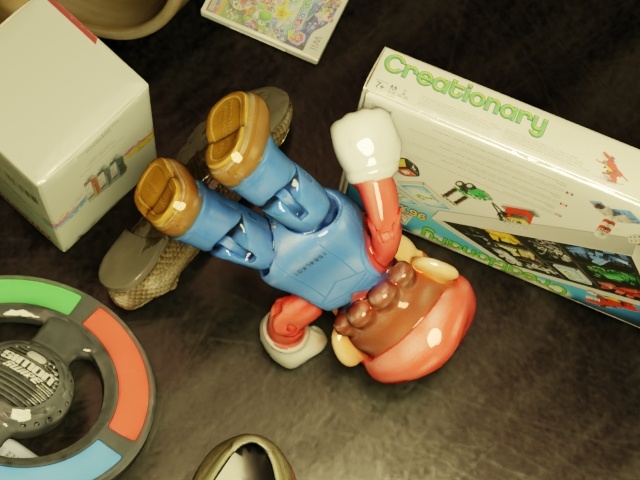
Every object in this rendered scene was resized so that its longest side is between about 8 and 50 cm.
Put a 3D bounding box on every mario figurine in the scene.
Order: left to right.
[{"bbox_3d":[0.000,0.000,1.211,0.320,0.198,0.170,37,60,-34],"label":"mario figurine"}]

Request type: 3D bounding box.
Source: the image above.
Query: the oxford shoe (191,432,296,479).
[{"bbox_3d":[-0.092,0.319,1.154,0.123,0.130,0.348,7,73,0],"label":"oxford shoe"}]

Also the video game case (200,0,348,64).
[{"bbox_3d":[-0.041,-0.228,1.388,0.122,0.011,0.087,24,73,5],"label":"video game case"}]

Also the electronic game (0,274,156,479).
[{"bbox_3d":[-0.250,0.122,1.213,0.229,0.048,0.229,10,48,-11],"label":"electronic game"}]

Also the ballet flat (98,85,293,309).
[{"bbox_3d":[-0.104,-0.036,1.308,0.084,0.058,0.250,17,63,40],"label":"ballet flat"}]

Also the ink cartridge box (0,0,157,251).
[{"bbox_3d":[-0.229,-0.097,1.256,0.128,0.176,0.127,42,73,9],"label":"ink cartridge box"}]

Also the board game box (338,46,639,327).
[{"bbox_3d":[0.171,-0.038,1.240,0.305,0.193,0.053,23,63,5],"label":"board game box"}]

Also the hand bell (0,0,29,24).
[{"bbox_3d":[-0.320,-0.195,1.238,0.126,0.242,0.126,-1,81,5],"label":"hand bell"}]

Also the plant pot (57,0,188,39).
[{"bbox_3d":[-0.161,-0.387,1.305,0.323,0.323,0.280,38,59,9],"label":"plant pot"}]

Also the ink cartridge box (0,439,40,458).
[{"bbox_3d":[-0.310,0.240,1.210,0.311,0.065,0.186,33,75,6],"label":"ink cartridge box"}]
